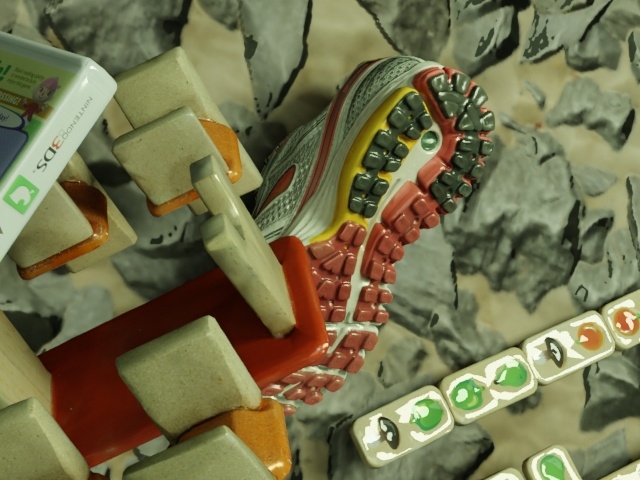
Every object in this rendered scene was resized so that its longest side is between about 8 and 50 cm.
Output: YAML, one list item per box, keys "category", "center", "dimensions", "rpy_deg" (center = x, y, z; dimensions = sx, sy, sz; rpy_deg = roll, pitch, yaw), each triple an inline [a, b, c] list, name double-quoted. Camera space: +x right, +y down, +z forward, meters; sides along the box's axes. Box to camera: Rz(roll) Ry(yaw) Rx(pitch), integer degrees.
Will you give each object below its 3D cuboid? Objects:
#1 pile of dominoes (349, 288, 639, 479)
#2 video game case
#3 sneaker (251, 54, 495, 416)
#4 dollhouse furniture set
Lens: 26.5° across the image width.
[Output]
- category: "pile of dominoes"
  center: [0.151, 0.145, 0.752]
  dimensions: [0.251, 0.040, 0.196]
  rpy_deg: [-22, 80, -22]
- category: "video game case"
  center: [-0.205, -0.015, 0.594]
  dimensions: [0.193, 0.212, 0.023]
  rpy_deg: [-58, 135, -12]
- category: "sneaker"
  center: [0.000, 0.000, 0.727]
  dimensions: [0.088, 0.093, 0.225]
  rpy_deg: [37, 92, -34]
- category: "dollhouse furniture set"
  center: [-0.118, 0.075, 0.604]
  dimensions: [0.259, 0.262, 0.135]
  rpy_deg: [-25, 127, 9]
